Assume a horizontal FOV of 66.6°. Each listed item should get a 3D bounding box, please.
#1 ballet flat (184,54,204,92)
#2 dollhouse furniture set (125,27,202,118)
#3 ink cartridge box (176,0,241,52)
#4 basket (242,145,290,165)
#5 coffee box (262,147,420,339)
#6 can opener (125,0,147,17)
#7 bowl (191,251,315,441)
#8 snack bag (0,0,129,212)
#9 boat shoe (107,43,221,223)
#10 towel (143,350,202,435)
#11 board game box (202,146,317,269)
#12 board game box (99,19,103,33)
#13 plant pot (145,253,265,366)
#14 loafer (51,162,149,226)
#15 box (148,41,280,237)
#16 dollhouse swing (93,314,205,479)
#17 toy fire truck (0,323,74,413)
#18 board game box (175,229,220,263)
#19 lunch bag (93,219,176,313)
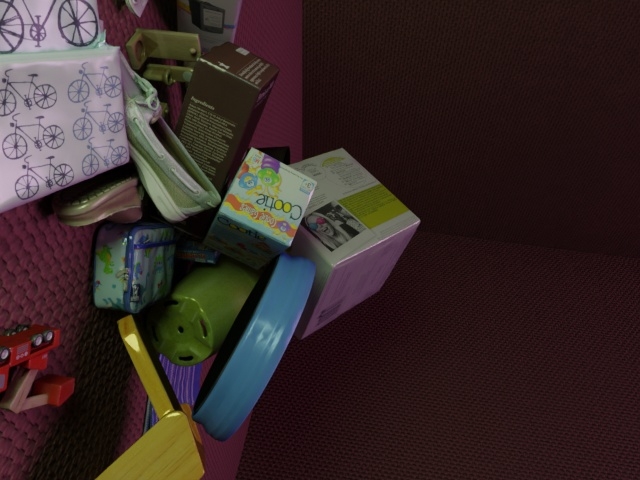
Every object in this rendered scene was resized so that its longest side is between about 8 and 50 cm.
[{"bbox_3d":[-0.282,-0.348,1.252,0.316,0.108,0.106,73,32,-75],"label":"ballet flat"},{"bbox_3d":[-0.302,-0.295,0.932,0.144,0.123,0.151,91,8,-51],"label":"dollhouse furniture set"},{"bbox_3d":[-0.216,-0.557,1.007,0.306,0.131,0.226,161,-61,-75],"label":"ink cartridge box"},{"bbox_3d":[-0.218,-0.195,1.475,0.154,0.227,0.204,-43,139,-82],"label":"basket"},{"bbox_3d":[0.000,0.000,1.358,0.338,0.334,0.337,-26,152,-37],"label":"coffee box"},{"bbox_3d":[-0.298,-0.520,0.897,0.074,0.093,0.280,87,7,-61],"label":"can opener"},{"bbox_3d":[-0.138,0.197,0.977,0.391,0.077,0.391,-59,-172,13],"label":"bowl"},{"bbox_3d":[-0.353,-0.207,0.554,0.323,0.037,0.342,-45,145,-57],"label":"snack bag"},{"bbox_3d":[-0.275,-0.176,0.816,0.118,0.103,0.320,-104,174,-58],"label":"boat shoe"},{"bbox_3d":[-0.397,0.383,1.375,0.336,0.040,0.243,32,65,-85],"label":"towel"},{"bbox_3d":[-0.134,-0.051,0.996,0.142,0.144,0.275,-68,-167,-19],"label":"board game box"},{"bbox_3d":[-0.371,-0.265,0.746,0.103,0.026,0.154,-67,164,-74],"label":"board game box"},{"bbox_3d":[-0.289,0.181,1.230,0.254,0.276,0.276,-33,132,-68],"label":"plant pot"},{"bbox_3d":[-0.352,-0.069,0.835,0.268,0.102,0.092,-72,162,-69],"label":"loafer"},{"bbox_3d":[-0.234,-0.216,1.069,0.191,0.143,0.381,-75,-169,-57],"label":"box"},{"bbox_3d":[-0.384,0.366,0.926,0.315,0.305,0.347,-41,178,-20],"label":"dollhouse swing"},{"bbox_3d":[-0.425,0.193,0.695,0.192,0.047,0.135,-36,135,-83],"label":"toy fire truck"},{"bbox_3d":[-0.306,-0.012,1.256,0.201,0.136,0.035,-72,169,-61],"label":"board game box"},{"bbox_3d":[-0.363,0.044,0.972,0.219,0.090,0.176,-20,115,-86],"label":"lunch bag"}]
